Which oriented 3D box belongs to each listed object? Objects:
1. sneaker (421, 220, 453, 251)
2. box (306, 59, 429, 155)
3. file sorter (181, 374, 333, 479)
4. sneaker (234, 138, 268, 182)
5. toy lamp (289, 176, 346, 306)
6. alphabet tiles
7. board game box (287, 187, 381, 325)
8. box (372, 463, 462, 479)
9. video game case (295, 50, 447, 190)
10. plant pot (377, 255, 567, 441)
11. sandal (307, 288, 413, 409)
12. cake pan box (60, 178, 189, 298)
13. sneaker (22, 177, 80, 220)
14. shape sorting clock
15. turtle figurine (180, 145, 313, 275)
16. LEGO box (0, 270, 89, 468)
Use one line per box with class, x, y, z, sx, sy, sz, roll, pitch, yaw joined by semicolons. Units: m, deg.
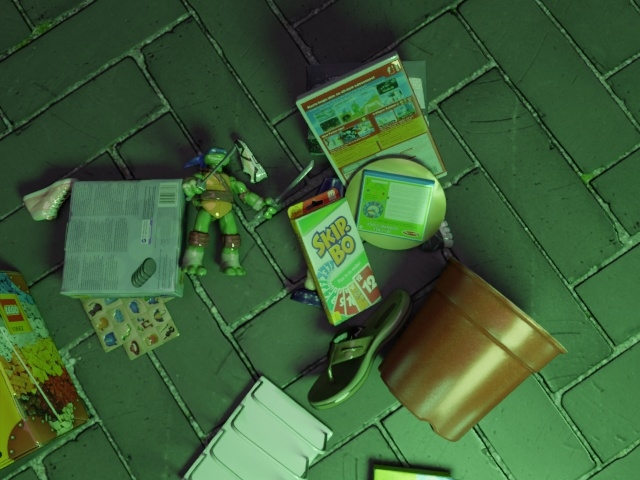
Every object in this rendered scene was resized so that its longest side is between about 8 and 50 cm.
sneaker;0.222;-0.050;1.135;0.076;0.065;0.166;-23;81;5
box;0.095;-0.275;1.121;0.248;0.142;0.163;-2;84;2
file sorter;-0.135;0.446;1.040;0.193;0.173;0.277;38;86;5
sneaker;-0.163;-0.176;1.173;0.044;0.040;0.109;-35;83;0
toy lamp;0.000;0.000;1.131;0.080;0.080;0.274;15;86;4
alphabet tiles;-0.413;0.129;1.158;0.198;0.009;0.237;-27;86;-4
board game box;0.031;0.032;1.087;0.124;0.039;0.259;-26;101;-23
box;0.194;0.526;1.083;0.179;0.042;0.108;6;85;3
video game case;0.107;-0.202;1.038;0.204;0.285;0.025;-20;39;18
plant pot;0.268;0.217;1.016;0.272;0.272;0.265;41;95;6
sandal;0.069;0.209;1.080;0.086;0.120;0.302;43;77;-19
cake pan box;-0.414;-0.009;1.134;0.246;0.070;0.266;-2;75;1
sneaker;-0.588;-0.087;1.176;0.135;0.051;0.070;-22;85;3
shape sorting clock;0.152;-0.073;1.089;0.207;0.040;0.206;5;115;10
turtle figurine;-0.187;-0.059;1.074;0.275;0.198;0.266;8;94;20
LEGO box;-0.804;0.338;1.067;0.501;0.193;0.372;-28;84;-1
